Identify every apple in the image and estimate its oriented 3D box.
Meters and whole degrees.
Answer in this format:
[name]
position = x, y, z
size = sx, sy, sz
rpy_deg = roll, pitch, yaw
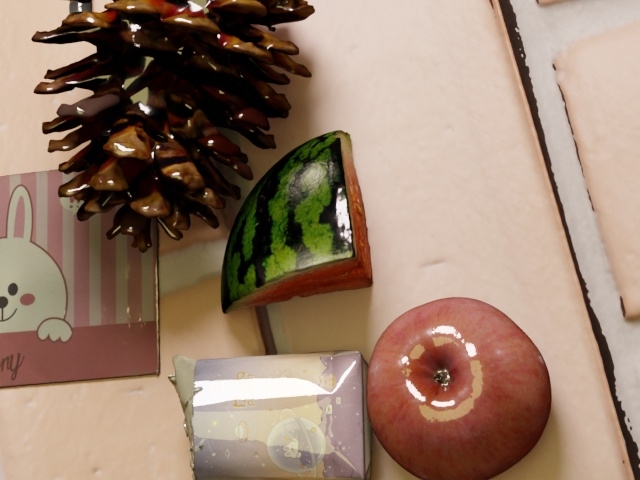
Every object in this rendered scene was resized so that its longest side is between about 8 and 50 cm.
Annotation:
[apple]
position = 0.109, 0.121, 1.485
size = 0.153, 0.120, 0.153
rpy_deg = -3, 77, 14

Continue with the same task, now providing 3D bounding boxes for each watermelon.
[watermelon]
position = -0.017, -0.011, 1.535
size = 0.137, 0.145, 0.193
rpy_deg = 32, 87, 13

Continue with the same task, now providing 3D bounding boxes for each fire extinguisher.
[fire extinguisher]
position = -0.221, -0.248, 1.702
size = 0.028, 0.022, 0.083
rpy_deg = 4, 75, -24

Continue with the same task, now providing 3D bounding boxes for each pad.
[pad]
position = -0.289, 0.036, 1.664
size = 0.299, 0.005, 0.202
rpy_deg = -5, 77, 13

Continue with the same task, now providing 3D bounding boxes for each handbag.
[handbag]
position = -0.043, 0.153, 1.537
size = 0.173, 0.095, 0.117
rpy_deg = -1, 72, 6

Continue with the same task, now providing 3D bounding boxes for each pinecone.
[pinecone]
position = -0.133, -0.134, 1.546
size = 0.246, 0.246, 0.292
rpy_deg = 10, 92, 16
